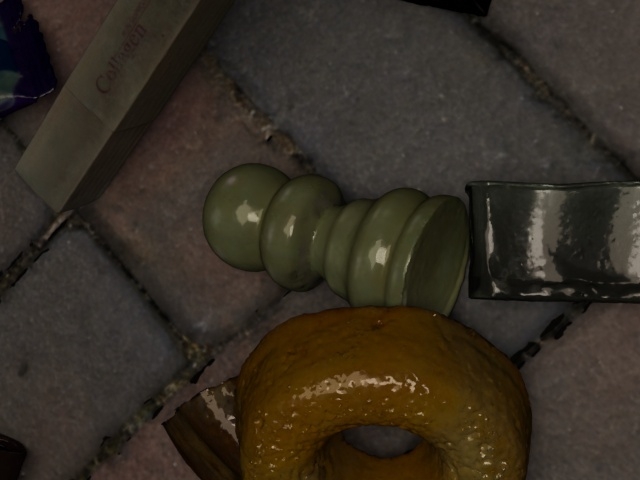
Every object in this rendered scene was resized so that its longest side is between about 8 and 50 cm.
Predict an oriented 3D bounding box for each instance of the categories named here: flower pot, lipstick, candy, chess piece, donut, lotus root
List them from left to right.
[{"bbox_3d":[-0.413,-0.152,1.445,0.275,0.070,0.145,-32,66,17],"label":"candy"},{"bbox_3d":[-0.177,-0.182,1.285,0.076,0.080,0.371,45,120,10],"label":"lipstick"},{"bbox_3d":[-0.078,0.188,1.268,0.159,0.095,0.135,-44,75,17],"label":"lotus root"},{"bbox_3d":[0.000,0.000,1.241,0.251,0.144,0.144,16,90,27],"label":"chess piece"},{"bbox_3d":[0.053,0.186,1.144,0.277,0.108,0.277,1,113,3],"label":"donut"},{"bbox_3d":[0.239,0.003,1.151,0.229,0.103,0.108,0,86,15],"label":"flower pot"}]

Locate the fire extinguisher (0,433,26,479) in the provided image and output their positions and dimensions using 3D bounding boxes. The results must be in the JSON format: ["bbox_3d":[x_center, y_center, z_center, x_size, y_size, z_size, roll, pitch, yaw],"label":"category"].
[{"bbox_3d":[-0.391,0.313,1.389,0.099,0.071,0.231,27,96,49],"label":"fire extinguisher"}]

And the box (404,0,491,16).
[{"bbox_3d":[0.003,-0.393,1.285,0.415,0.116,0.264,17,90,22],"label":"box"}]
